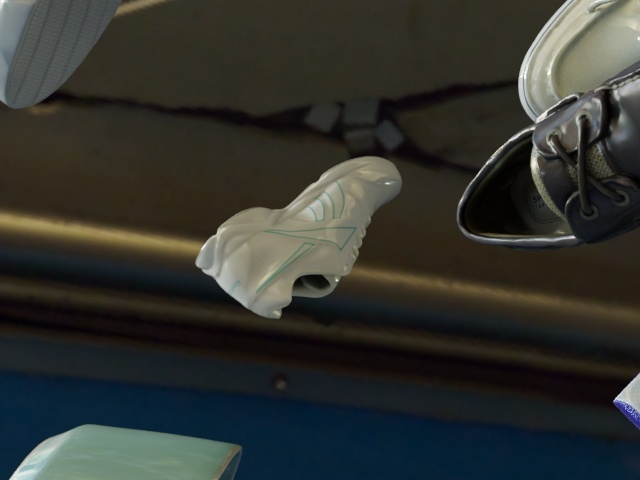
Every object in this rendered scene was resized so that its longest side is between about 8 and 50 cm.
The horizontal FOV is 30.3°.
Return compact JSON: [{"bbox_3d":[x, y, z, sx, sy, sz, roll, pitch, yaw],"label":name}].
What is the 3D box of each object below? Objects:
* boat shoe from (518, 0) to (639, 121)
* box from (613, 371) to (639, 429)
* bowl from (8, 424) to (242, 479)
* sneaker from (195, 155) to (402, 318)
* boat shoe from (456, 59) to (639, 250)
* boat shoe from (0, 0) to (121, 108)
[{"bbox_3d":[0.338,-0.208,1.019,0.135,0.367,0.156,61,-169,-3],"label":"boat shoe"},{"bbox_3d":[0.400,0.194,1.259,0.126,0.072,0.137,48,-161,31],"label":"box"},{"bbox_3d":[-0.211,0.290,1.050,0.163,0.311,0.311,25,-155,4],"label":"bowl"},{"bbox_3d":[0.000,0.000,0.684,0.152,0.053,0.061,-31,-109,-38],"label":"sneaker"},{"bbox_3d":[0.176,-0.045,0.750,0.092,0.102,0.285,-19,176,-21],"label":"boat shoe"},{"bbox_3d":[-0.203,-0.257,0.874,0.119,0.335,0.121,35,-146,13],"label":"boat shoe"}]
